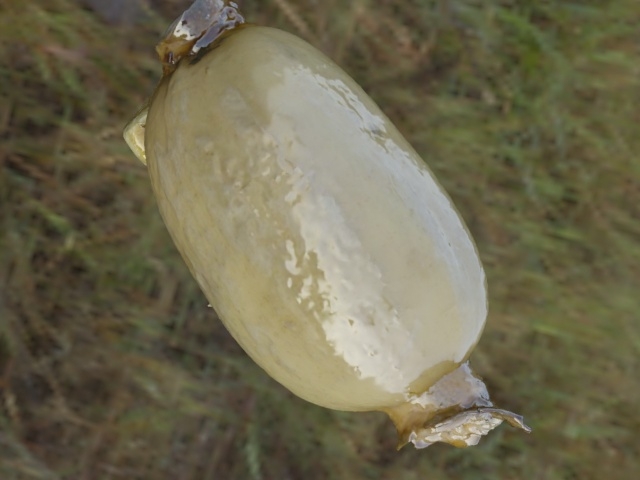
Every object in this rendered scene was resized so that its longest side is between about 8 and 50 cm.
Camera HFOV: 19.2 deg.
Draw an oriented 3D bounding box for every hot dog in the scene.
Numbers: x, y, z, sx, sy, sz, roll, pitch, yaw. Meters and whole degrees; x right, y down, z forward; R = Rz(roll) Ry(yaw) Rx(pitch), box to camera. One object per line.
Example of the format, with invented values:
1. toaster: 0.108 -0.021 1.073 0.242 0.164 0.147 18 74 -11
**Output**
1. hot dog: -0.079 -0.075 1.049 0.030 0.034 0.090 48 34 -15

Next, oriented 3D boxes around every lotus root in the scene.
1. lotus root: 0.000 0.000 0.514 0.150 0.073 0.062 55 26 2
